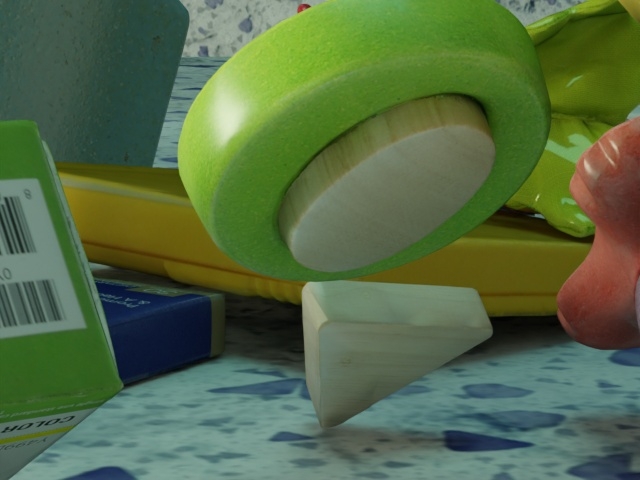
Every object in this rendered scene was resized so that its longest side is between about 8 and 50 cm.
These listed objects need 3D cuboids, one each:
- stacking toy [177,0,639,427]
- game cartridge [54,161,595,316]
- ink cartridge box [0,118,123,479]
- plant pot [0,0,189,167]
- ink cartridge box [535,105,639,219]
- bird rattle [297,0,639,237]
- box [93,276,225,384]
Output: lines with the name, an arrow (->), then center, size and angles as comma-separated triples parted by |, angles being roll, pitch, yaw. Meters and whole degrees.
stacking toy -> 0.113, 0.009, 0.694 | 0.279, 0.130, 0.309 | -21, -33, 0
game cartridge -> 0.000, 0.000, 1.089 | 0.323, 0.053, 0.285 | 13, 8, 44
ink cartridge box -> -0.211, 0.064, 0.631 | 0.189, 0.097, 0.255 | -6, -22, -39
plant pot -> -0.239, -0.125, 1.329 | 0.252, 0.247, 0.248 | 13, 3, -28
ink cartridge box -> 0.227, -0.050, 1.378 | 0.143, 0.092, 0.090 | -1, 10, -10
bird rattle -> 0.101, -0.053, 1.121 | 0.253, 0.143, 0.207 | -5, -16, 40
box -> -0.159, 0.047, 0.879 | 0.136, 0.036, 0.225 | 7, 12, 28
